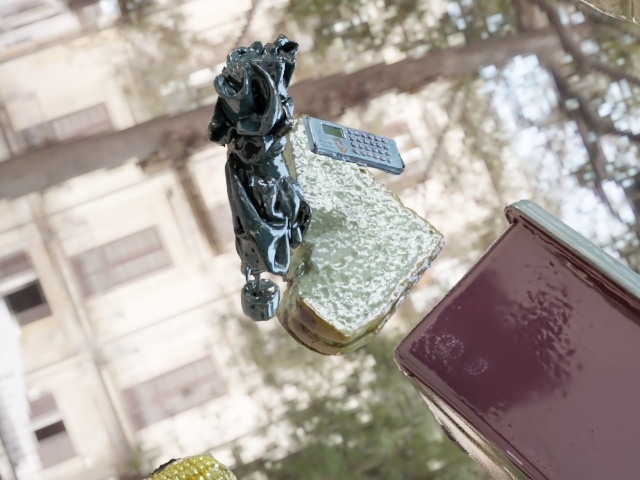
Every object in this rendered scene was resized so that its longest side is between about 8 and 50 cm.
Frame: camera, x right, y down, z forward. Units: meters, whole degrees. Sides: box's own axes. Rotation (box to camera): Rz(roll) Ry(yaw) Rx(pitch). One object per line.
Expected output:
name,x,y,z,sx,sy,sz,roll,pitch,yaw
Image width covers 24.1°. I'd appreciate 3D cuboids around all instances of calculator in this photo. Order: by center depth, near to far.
calculator,0.045,-0.120,1.926,0.018,0.172,0.057,-36,-122,35

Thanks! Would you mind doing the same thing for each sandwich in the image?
sandwich,0.001,-0.002,2.044,0.288,0.254,0.100,43,-27,4

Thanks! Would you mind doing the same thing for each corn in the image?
corn,-0.161,0.251,1.263,0.072,0.203,0.072,50,-10,13

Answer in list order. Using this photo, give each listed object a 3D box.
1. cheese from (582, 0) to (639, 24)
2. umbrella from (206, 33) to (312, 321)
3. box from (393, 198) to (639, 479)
cheese,0.283,-0.267,1.223,0.235,0.217,0.117,-83,164,-50
umbrella,-0.058,-0.054,1.616,0.094,0.143,0.349,16,-50,21
box,0.203,0.127,1.126,0.294,0.167,0.193,40,-11,41
